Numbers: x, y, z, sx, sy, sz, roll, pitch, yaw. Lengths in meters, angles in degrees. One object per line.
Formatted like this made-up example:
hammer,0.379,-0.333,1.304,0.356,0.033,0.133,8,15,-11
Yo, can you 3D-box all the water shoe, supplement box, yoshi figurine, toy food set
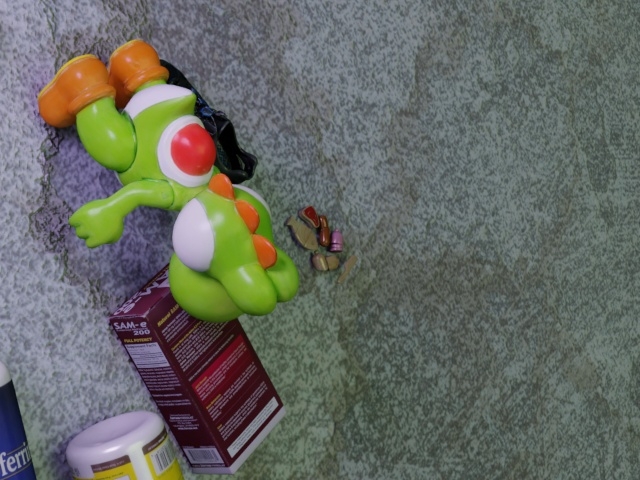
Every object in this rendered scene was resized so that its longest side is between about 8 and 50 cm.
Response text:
water shoe,-0.150,-0.155,1.776,0.203,0.080,0.073,54,48,-29
supplement box,-0.148,0.156,1.738,0.130,0.073,0.239,-45,118,-43
yoshi figurine,-0.173,-0.043,1.639,0.362,0.203,0.203,52,1,12
toy food set,0.000,0.000,1.973,0.122,0.019,0.078,53,48,-19

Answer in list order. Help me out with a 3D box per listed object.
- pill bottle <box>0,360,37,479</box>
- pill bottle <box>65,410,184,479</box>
pill bottle,-0.374,0.203,1.416,0.153,0.153,0.265,-19,98,-48
pill bottle,-0.204,0.313,1.618,0.117,0.117,0.215,-30,107,-47
